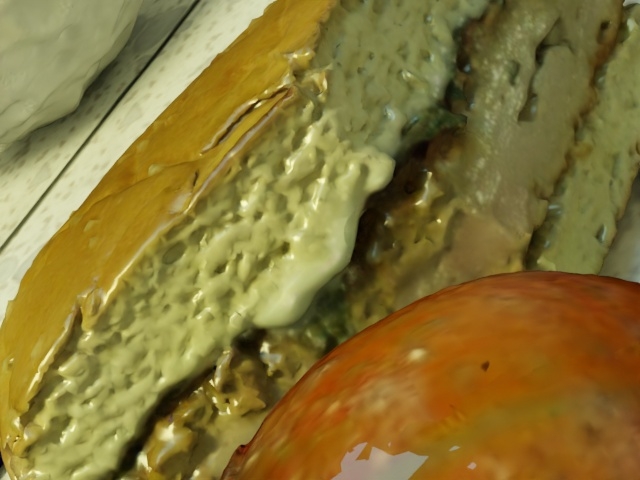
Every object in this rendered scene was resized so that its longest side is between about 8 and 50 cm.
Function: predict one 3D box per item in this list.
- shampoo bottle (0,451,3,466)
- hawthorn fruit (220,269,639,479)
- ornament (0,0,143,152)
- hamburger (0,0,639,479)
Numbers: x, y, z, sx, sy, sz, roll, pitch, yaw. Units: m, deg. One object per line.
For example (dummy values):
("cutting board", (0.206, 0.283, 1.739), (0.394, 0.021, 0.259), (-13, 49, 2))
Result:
("shampoo bottle", (-0.224, 0.094, 0.883), (0.183, 0.050, 0.087), (-5, 49, 46))
("hawthorn fruit", (0.053, 0.090, 0.454), (0.173, 0.173, 0.173), (-30, 33, 21))
("ornament", (-0.265, -0.193, 1.030), (0.337, 0.337, 0.337), (-30, 33, 21))
("hamburger", (0.000, 0.000, 0.647), (0.245, 0.155, 0.282), (-28, 28, 37))
